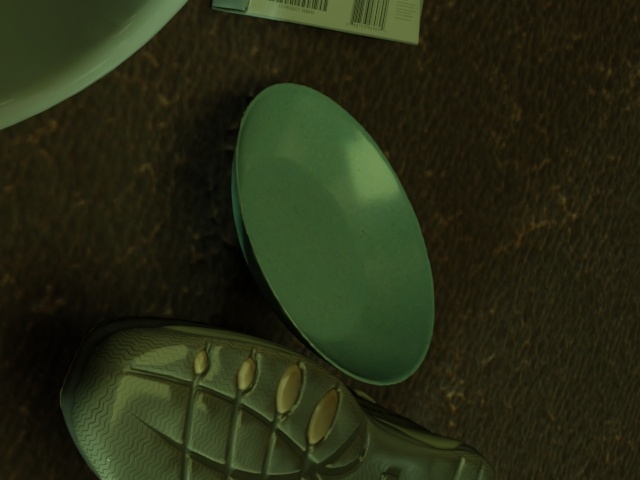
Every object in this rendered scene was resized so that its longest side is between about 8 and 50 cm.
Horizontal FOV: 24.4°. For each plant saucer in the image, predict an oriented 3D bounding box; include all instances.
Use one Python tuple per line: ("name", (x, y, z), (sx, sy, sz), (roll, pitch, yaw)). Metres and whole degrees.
("plant saucer", (0.000, 0.000, 0.899), (0.195, 0.037, 0.195), (34, 44, -41))

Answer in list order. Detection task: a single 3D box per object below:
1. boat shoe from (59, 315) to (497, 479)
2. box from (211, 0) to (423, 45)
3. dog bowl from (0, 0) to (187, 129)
("boat shoe", (-0.035, 0.127, 0.880), (0.355, 0.130, 0.132), (35, 83, -47))
("box", (0.013, -0.220, 0.892), (0.145, 0.038, 0.186), (2, 101, -42))
("dog bowl", (-0.175, -0.168, 0.575), (0.348, 0.102, 0.349), (-20, 148, -13))
